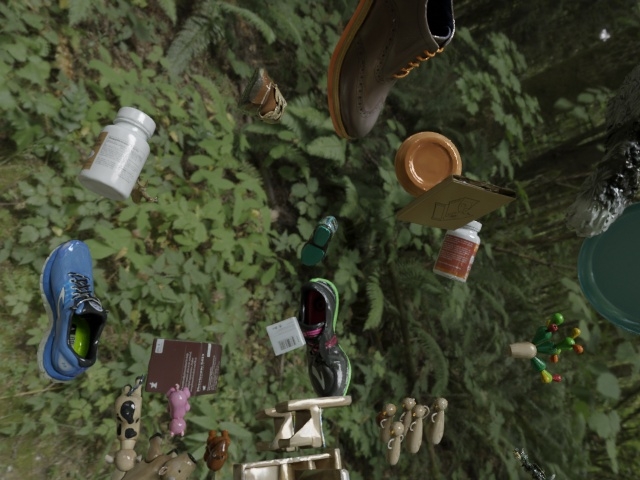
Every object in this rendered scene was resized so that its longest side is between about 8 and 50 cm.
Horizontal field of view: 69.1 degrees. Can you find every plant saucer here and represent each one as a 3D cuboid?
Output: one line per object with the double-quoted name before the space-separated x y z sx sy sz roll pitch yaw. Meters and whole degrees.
"plant saucer" 0.742 0.061 1.014 0.044 0.318 0.317 -26 96 -55
"plant saucer" 0.313 -0.217 1.335 0.037 0.200 0.199 161 -92 -83

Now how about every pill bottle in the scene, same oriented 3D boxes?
"pill bottle" 0.488 0.032 1.639 0.121 0.121 0.216 16 94 -66
"pill bottle" -0.534 -0.233 1.241 0.131 0.131 0.229 43 59 -51

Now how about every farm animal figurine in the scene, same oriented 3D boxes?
"farm animal figurine" -0.382 0.514 1.073 0.330 0.326 0.172 38 6 -21

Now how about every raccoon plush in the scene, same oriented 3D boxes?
"raccoon plush" 0.663 -0.152 0.821 0.299 0.446 0.216 29 14 -2

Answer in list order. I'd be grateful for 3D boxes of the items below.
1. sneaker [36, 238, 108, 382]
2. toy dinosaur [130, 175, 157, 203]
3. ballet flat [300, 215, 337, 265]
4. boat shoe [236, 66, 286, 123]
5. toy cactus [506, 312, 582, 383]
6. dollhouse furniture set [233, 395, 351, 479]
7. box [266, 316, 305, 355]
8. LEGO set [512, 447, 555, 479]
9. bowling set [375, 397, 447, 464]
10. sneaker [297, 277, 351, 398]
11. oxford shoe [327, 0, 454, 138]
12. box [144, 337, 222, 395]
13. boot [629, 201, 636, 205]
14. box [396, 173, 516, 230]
"sneaker" -0.553 0.150 1.076 0.130 0.147 0.329 24 51 -59
"toy dinosaur" -0.620 -0.171 1.558 0.053 0.183 0.092 0 101 -56
"ballet flat" 0.000 0.000 1.245 0.070 0.188 0.070 12 54 -17
"boat shoe" -0.147 -0.379 1.254 0.120 0.122 0.324 27 9 -14
"toy cactus" 0.607 0.306 1.272 0.112 0.181 0.218 -98 -174 -59
"dollhouse furniture set" -0.003 0.534 0.963 0.257 0.394 0.362 5 64 -25
"box" -0.114 0.318 1.551 0.087 0.101 0.101 74 -5 -79
"LEGO set" 0.263 0.288 0.580 0.054 0.023 0.083 50 -9 25
"bowling set" 0.251 0.567 1.485 0.287 0.200 0.154 1 101 -45
"sneaker" -0.012 0.383 1.792 0.202 0.185 0.482 21 55 -60
"oxford shoe" 0.106 -0.279 0.671 0.133 0.363 0.130 34 54 14
"box" -0.444 0.418 1.533 0.203 0.167 0.168 66 29 -73
"boot" 0.892 -0.106 1.355 0.229 0.091 0.263 45 40 20
"box" 0.287 -0.075 1.001 0.165 0.201 0.021 11 67 -21
